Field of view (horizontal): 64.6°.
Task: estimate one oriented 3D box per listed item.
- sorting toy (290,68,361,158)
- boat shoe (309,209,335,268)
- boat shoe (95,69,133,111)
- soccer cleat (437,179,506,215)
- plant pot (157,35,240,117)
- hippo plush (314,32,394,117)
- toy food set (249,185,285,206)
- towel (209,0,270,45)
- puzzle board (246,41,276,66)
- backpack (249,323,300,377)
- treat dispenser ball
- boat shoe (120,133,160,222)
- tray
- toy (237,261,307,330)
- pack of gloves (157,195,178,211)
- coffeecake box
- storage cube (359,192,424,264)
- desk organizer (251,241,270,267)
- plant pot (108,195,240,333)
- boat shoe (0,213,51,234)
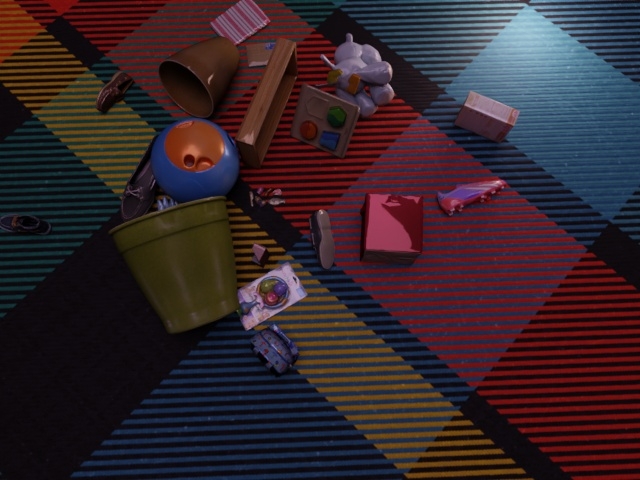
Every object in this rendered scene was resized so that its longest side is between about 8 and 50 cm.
[{"bbox_3d":[0.020,-0.449,1.749,0.228,0.307,0.041,27,41,8],"label":"sorting toy"},{"bbox_3d":[0.000,0.000,1.746,0.064,0.075,0.206,-15,77,40],"label":"boat shoe"},{"bbox_3d":[-0.764,-0.549,1.874,0.060,0.064,0.178,27,74,8],"label":"boat shoe"},{"bbox_3d":[0.532,-0.173,1.777,0.247,0.083,0.095,-24,72,-4],"label":"soccer cleat"},{"bbox_3d":[-0.410,-0.616,1.831,0.237,0.237,0.254,31,61,8],"label":"plant pot"},{"bbox_3d":[0.116,-0.600,1.852,0.293,0.235,0.237,5,46,-10],"label":"hippo plush"},{"bbox_3d":[-0.190,-0.159,1.796,0.122,0.019,0.078,-9,75,-3],"label":"toy food set"},{"bbox_3d":[-0.314,-0.849,1.979,0.197,0.029,0.144,-39,79,-7],"label":"towel"},{"bbox_3d":[-0.219,-0.716,1.951,0.128,0.011,0.097,-7,74,-3],"label":"puzzle board"},{"bbox_3d":[-0.145,0.340,1.583,0.117,0.173,0.158,-42,78,-10],"label":"backpack"},{"bbox_3d":[-0.414,-0.259,1.682,0.287,0.288,0.289,0,75,0],"label":"treat dispenser ball"},{"bbox_3d":[-0.613,-0.221,1.754,0.112,0.096,0.336,16,69,17],"label":"boat shoe"},{"bbox_3d":[-0.184,-0.479,1.788,0.076,0.203,0.411,18,75,5],"label":"tray"},{"bbox_3d":[-0.177,0.181,1.687,0.237,0.056,0.137,-30,78,-8],"label":"toy"},{"bbox_3d":[-0.591,-0.049,1.751,0.194,0.046,0.232,-4,75,-2],"label":"pack of gloves"},{"bbox_3d":[0.592,-0.439,1.813,0.185,0.142,0.068,25,77,6],"label":"coffeecake box"},{"bbox_3d":[0.235,-0.034,1.681,0.214,0.184,0.193,4,75,1],"label":"storage cube"},{"bbox_3d":[-0.204,0.051,1.683,0.047,0.130,0.050,26,78,6],"label":"desk organizer"},{"bbox_3d":[-0.416,0.088,1.576,0.366,0.366,0.353,-18,92,-5],"label":"plant pot"},{"bbox_3d":[-1.027,-0.064,1.732,0.183,0.083,0.065,7,75,2],"label":"boat shoe"}]
